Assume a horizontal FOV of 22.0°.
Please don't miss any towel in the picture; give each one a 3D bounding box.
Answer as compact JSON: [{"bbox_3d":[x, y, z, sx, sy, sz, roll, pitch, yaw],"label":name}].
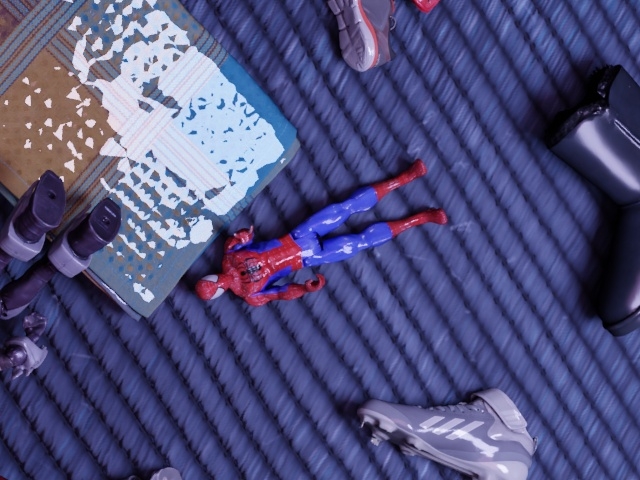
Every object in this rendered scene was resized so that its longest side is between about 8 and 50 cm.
[{"bbox_3d":[-0.220,-0.133,1.681,0.271,0.040,0.370,-47,115,-8],"label":"towel"}]

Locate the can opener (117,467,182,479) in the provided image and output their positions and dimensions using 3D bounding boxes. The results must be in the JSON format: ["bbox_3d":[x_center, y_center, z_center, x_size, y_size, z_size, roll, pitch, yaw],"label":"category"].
[{"bbox_3d":[-0.143,0.377,1.743,0.095,0.076,0.284,-17,94,21],"label":"can opener"}]

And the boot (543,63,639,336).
[{"bbox_3d":[0.320,-0.047,1.812,0.207,0.094,0.246,38,76,-13],"label":"boot"}]

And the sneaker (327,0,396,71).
[{"bbox_3d":[0.047,-0.262,1.789,0.064,0.061,0.158,-10,93,-38],"label":"sneaker"}]

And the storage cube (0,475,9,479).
[{"bbox_3d":[-0.338,0.331,1.630,0.183,0.193,0.215,28,84,-10],"label":"storage cube"}]

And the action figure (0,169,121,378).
[{"bbox_3d":[-0.329,0.053,1.649,0.285,0.099,0.185,-39,122,23],"label":"action figure"}]

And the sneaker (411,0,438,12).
[{"bbox_3d":[0.162,-0.305,1.804,0.221,0.087,0.128,14,103,-10],"label":"sneaker"}]

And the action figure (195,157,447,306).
[{"bbox_3d":[0.000,0.000,1.732,0.280,0.139,0.092,-24,93,-8],"label":"action figure"}]

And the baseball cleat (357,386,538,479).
[{"bbox_3d":[0.140,0.198,1.799,0.205,0.072,0.109,28,71,-15],"label":"baseball cleat"}]
